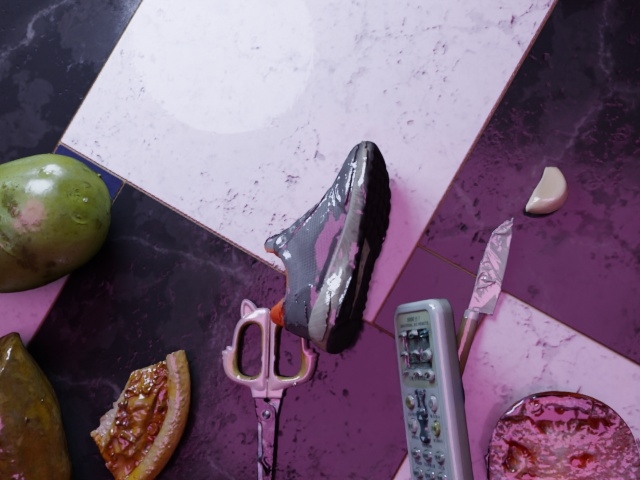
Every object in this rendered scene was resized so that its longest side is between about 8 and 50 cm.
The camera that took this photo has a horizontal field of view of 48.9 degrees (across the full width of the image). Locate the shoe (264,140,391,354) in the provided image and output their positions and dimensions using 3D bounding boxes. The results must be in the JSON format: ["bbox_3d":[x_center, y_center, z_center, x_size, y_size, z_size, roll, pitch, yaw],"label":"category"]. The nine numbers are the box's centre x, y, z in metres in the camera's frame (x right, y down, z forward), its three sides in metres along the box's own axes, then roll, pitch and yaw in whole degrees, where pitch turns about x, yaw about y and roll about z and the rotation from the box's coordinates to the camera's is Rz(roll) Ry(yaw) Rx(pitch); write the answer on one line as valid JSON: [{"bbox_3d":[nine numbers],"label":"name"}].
[{"bbox_3d":[0.000,0.000,1.116,0.171,0.132,0.336,11,80,24],"label":"shoe"}]

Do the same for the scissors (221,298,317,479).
[{"bbox_3d":[-0.085,0.254,1.137,0.160,0.024,0.317,0,82,8],"label":"scissors"}]

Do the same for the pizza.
[{"bbox_3d":[-0.289,0.300,1.150,0.134,0.056,0.271,33,88,4],"label":"pizza"}]

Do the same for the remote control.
[{"bbox_3d":[0.176,0.257,1.050,0.066,0.128,0.335,-2,81,-23],"label":"remote control"}]

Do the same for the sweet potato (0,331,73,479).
[{"bbox_3d":[-0.478,0.336,1.134,0.158,0.158,0.369,-19,90,7],"label":"sweet potato"}]

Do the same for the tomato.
[{"bbox_3d":[0.349,0.327,1.026,0.225,0.085,0.224,-1,86,8],"label":"tomato"}]

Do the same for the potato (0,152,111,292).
[{"bbox_3d":[-0.492,-0.025,1.154,0.305,0.216,0.215,-11,81,5],"label":"potato"}]

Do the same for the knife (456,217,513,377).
[{"bbox_3d":[0.252,0.104,1.105,0.047,0.017,0.297,17,86,10],"label":"knife"}]

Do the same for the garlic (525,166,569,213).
[{"bbox_3d":[0.360,-0.075,1.102,0.053,0.041,0.083,20,78,24],"label":"garlic"}]
